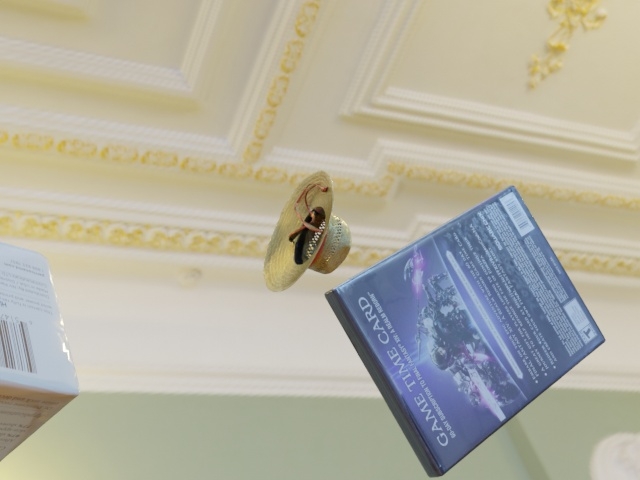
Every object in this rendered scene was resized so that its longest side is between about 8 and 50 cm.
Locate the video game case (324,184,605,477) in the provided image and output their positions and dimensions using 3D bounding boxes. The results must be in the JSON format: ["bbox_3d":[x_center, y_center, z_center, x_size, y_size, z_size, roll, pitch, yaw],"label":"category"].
[{"bbox_3d":[0.154,0.078,0.898,0.274,0.196,0.026,-28,-4,-34],"label":"video game case"}]

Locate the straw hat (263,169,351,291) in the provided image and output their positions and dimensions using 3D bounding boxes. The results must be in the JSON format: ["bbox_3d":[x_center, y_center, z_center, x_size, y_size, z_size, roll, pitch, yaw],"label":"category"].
[{"bbox_3d":[0.000,0.000,0.992,0.061,0.144,0.144,25,-60,-26],"label":"straw hat"}]

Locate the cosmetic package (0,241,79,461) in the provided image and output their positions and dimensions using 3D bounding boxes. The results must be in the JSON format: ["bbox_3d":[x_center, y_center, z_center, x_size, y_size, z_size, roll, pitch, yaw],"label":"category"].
[{"bbox_3d":[-0.701,0.218,1.595,0.394,0.327,0.329,-39,-35,20],"label":"cosmetic package"}]
